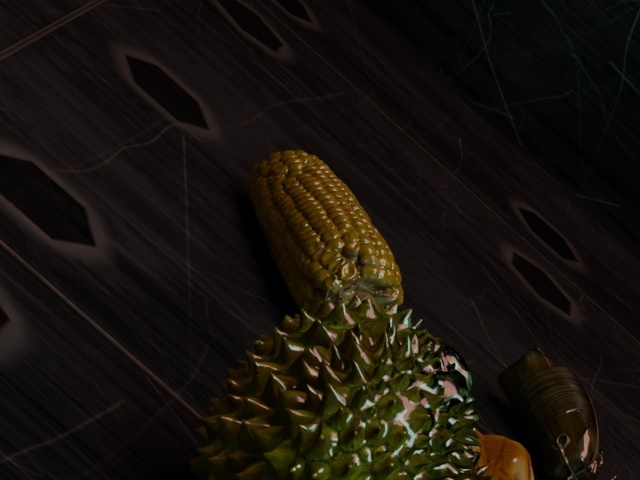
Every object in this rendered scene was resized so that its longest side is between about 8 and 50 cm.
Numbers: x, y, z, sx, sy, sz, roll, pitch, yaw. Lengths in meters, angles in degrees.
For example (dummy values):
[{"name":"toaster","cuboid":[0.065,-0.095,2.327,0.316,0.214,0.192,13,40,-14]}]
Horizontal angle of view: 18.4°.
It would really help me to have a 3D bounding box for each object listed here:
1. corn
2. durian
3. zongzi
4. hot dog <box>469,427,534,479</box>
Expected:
[{"name":"corn","cuboid":[0.000,0.000,2.065,0.119,0.119,0.322,30,16,-36]},{"name":"durian","cuboid":[0.019,0.185,1.503,0.291,0.224,0.291,-11,90,-82]},{"name":"zongzi","cuboid":[0.295,0.234,2.239,0.184,0.084,0.187,41,20,-42]},{"name":"hot dog","cuboid":[0.151,0.257,1.832,0.102,0.076,0.249,12,29,-5]}]
